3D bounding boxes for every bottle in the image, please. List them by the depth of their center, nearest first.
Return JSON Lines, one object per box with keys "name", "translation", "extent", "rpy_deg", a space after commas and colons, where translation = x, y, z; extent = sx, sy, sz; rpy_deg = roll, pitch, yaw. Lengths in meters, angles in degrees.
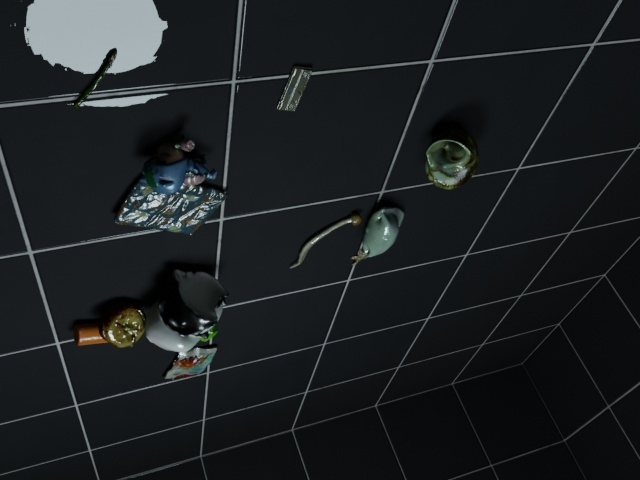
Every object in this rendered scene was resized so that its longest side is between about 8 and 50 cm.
{"name": "bottle", "translation": [-0.666, 0.286, 2.096], "extent": [0.187, 0.069, 0.069], "rpy_deg": [1, 142, -36]}

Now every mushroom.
{"name": "mushroom", "translation": [0.000, 0.002, 2.127], "extent": [0.306, 0.043, 0.068], "rpy_deg": [-35, 122, 22]}

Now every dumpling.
{"name": "dumpling", "translation": [0.198, -0.042, 2.143], "extent": [0.104, 0.149, 0.217], "rpy_deg": [18, 138, 7]}

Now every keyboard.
{"name": "keyboard", "translation": [-0.060, -0.351, 1.560], "extent": [0.049, 0.015, 0.129], "rpy_deg": [1, 143, -26]}

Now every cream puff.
{"name": "cream puff", "translation": [-0.604, 0.253, 2.049], "extent": [0.149, 0.084, 0.149], "rpy_deg": [-17, 117, -36]}

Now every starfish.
{"name": "starfish", "translation": [0.142, 0.057, 2.324], "extent": [0.092, 0.016, 0.086], "rpy_deg": [-5, 147, -32]}

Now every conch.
{"name": "conch", "translation": [0.364, -0.236, 1.917], "extent": [0.187, 0.124, 0.181], "rpy_deg": [33, 132, -27]}

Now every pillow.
{"name": "pillow", "translation": [-0.382, -0.088, 1.733], "extent": [0.255, 0.034, 0.189], "rpy_deg": [13, 134, -45]}

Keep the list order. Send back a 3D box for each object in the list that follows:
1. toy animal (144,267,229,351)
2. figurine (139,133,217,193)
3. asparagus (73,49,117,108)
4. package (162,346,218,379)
{"name": "toy animal", "translation": [-0.404, 0.226, 2.035], "extent": [0.212, 0.213, 0.267], "rpy_deg": [2, 140, -35]}
{"name": "figurine", "translation": [-0.329, -0.182, 1.574], "extent": [0.178, 0.114, 0.145], "rpy_deg": [-10, 121, -46]}
{"name": "asparagus", "translation": [-0.448, -0.319, 1.350], "extent": [0.016, 0.016, 0.163], "rpy_deg": [31, 123, -32]}
{"name": "package", "translation": [-0.483, 0.463, 2.520], "extent": [0.166, 0.040, 0.232], "rpy_deg": [0, 144, -34]}
